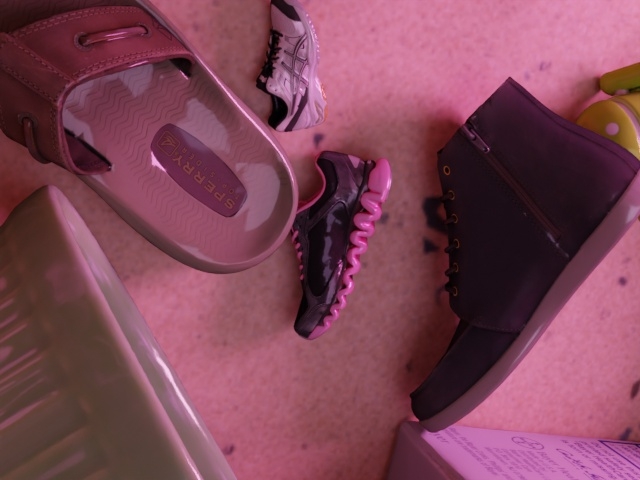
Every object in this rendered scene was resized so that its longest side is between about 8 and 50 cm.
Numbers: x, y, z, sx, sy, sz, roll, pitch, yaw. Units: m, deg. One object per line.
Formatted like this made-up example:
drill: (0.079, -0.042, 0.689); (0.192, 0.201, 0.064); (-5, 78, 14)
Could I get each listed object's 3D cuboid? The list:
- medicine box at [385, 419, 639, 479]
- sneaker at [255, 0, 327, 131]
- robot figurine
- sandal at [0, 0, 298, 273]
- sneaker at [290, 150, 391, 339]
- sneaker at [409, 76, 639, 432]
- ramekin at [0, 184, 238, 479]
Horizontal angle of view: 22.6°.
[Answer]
medicine box: (0.170, 0.277, 1.066); (0.289, 0.149, 0.263); (8, 104, -26)
sneaker: (-0.020, -0.100, 0.913); (0.037, 0.032, 0.083); (-20, 114, -17)
robot figurine: (0.208, -0.061, 1.010); (0.115, 0.067, 0.101); (-12, 86, -19)
sandal: (-0.116, -0.082, 0.844); (0.303, 0.086, 0.120); (35, 91, -30)
sneaker: (0.000, 0.000, 0.957); (0.057, 0.047, 0.119); (19, 99, -6)
sneaker: (0.099, 0.010, 0.991); (0.118, 0.083, 0.222); (38, 112, 5)
ramekin: (-0.123, 0.138, 0.804); (0.148, 0.303, 0.303); (-30, 118, -4)
